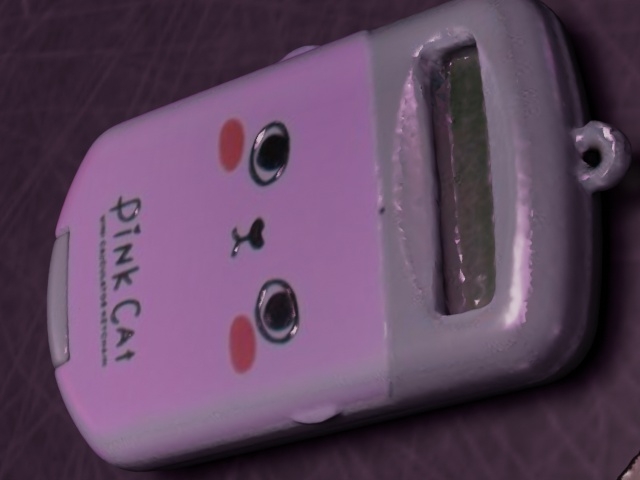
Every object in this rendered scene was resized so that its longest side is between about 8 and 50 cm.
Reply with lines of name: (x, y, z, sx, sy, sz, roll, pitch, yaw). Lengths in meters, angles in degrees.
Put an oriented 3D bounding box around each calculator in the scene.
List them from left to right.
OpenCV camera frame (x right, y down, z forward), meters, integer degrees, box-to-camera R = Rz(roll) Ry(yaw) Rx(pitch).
calculator: (0.000, 0.000, 0.668, 0.246, 0.045, 0.141, -16, 66, 33)

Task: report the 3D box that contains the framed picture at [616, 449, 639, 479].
framed picture: (0.183, 0.077, 0.511, 0.189, 0.023, 0.260, 44, 103, 37)
